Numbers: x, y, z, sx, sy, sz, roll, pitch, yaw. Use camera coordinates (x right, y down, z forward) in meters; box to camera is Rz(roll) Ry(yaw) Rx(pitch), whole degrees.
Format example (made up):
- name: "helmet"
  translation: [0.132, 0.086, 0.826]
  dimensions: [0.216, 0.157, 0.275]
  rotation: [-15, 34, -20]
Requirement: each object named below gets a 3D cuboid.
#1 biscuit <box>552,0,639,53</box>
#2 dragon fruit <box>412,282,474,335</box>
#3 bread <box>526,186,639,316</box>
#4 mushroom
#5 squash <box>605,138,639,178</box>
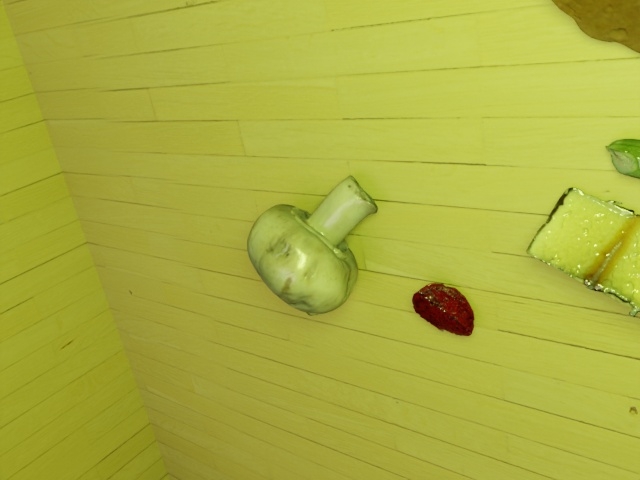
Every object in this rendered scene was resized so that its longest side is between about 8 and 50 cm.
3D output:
- name: "biscuit"
  translation: [0.475, -0.383, 0.882]
  dimensions: [0.351, 0.057, 0.312]
  rotation: [28, 168, 18]
- name: "dragon fruit"
  translation: [0.285, 0.155, 1.468]
  dimensions: [0.162, 0.083, 0.106]
  rotation: [33, 154, -2]
- name: "bread"
  translation: [0.532, 0.025, 1.147]
  dimensions: [0.266, 0.142, 0.178]
  rotation: [33, 91, 24]
- name: "mushroom"
  translation: [0.000, 0.000, 1.521]
  dimensions: [0.336, 0.314, 0.314]
  rotation: [-44, 82, 16]
- name: "squash"
  translation: [0.594, -0.118, 1.039]
  dimensions: [0.239, 0.069, 0.069]
  rotation: [24, 128, 28]
